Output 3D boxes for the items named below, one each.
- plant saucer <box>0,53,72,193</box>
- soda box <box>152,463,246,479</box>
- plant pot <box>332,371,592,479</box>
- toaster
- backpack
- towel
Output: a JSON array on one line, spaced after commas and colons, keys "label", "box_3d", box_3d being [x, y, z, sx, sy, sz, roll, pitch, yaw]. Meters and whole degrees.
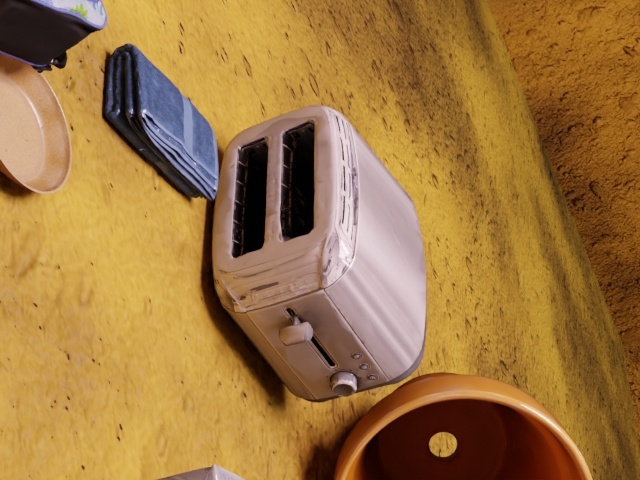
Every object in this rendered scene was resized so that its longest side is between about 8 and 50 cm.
[{"label": "plant saucer", "box_3d": [-0.167, -0.064, 0.649, 0.083, 0.015, 0.083, -16, 90, -71]}, {"label": "soda box", "box_3d": [-0.033, 0.215, 0.682, 0.286, 0.098, 0.091, 45, 32, -56]}, {"label": "plant pot", "box_3d": [0.110, 0.196, 0.984, 0.188, 0.205, 0.205, -85, 156, -80]}, {"label": "toaster", "box_3d": [0.000, 0.000, 0.901, 0.146, 0.129, 0.227, 52, 31, -44]}, {"label": "backpack", "box_3d": [-0.163, -0.162, 0.619, 0.114, 0.084, 0.105, 65, 19, 13]}, {"label": "towel", "box_3d": [-0.106, -0.081, 0.816, 0.119, 0.029, 0.067, 46, 33, -54]}]
